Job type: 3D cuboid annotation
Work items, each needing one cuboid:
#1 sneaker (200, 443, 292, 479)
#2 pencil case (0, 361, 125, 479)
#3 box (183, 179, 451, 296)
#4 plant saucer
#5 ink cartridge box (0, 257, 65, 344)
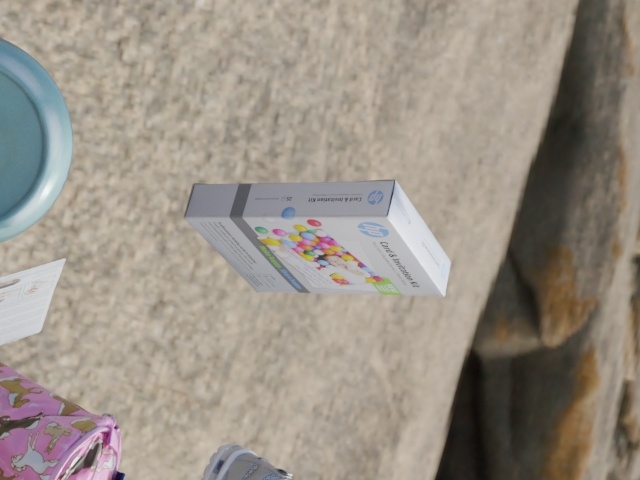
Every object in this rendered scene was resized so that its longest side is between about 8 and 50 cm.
[{"bbox_3d":[-0.114,0.398,1.545,0.105,0.115,0.281,21,80,-52],"label":"sneaker"},{"bbox_3d":[-0.452,0.259,1.760,0.167,0.386,0.160,-9,115,-55],"label":"pencil case"},{"bbox_3d":[0.000,0.000,1.055,0.145,0.186,0.038,51,45,-53],"label":"box"},{"bbox_3d":[-0.513,-0.139,1.773,0.044,0.317,0.318,-130,-131,-75],"label":"plant saucer"},{"bbox_3d":[-0.424,0.077,1.540,0.189,0.066,0.232,-18,157,-28],"label":"ink cartridge box"}]
